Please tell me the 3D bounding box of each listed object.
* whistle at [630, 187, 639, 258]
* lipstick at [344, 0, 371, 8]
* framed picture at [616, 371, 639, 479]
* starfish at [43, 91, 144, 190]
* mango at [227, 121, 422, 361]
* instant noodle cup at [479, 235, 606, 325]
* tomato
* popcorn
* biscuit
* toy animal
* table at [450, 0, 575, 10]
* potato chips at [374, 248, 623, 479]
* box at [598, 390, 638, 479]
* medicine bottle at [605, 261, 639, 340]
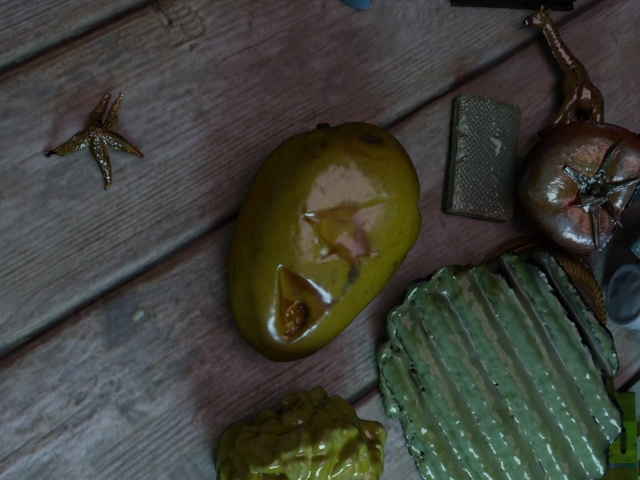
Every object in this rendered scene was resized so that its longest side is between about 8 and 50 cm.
[{"bbox_3d":[0.561,-0.015,1.360,0.274,0.093,0.186,-22,70,-50],"label":"whistle"},{"bbox_3d":[0.078,-0.449,1.353,0.048,0.048,0.158,21,77,-17],"label":"lipstick"},{"bbox_3d":[0.589,0.348,1.474,0.323,0.013,0.244,-33,95,-22],"label":"framed picture"},{"bbox_3d":[-0.314,-0.134,1.171,0.130,0.041,0.133,-18,90,-20],"label":"starfish"},{"bbox_3d":[0.000,0.000,1.213,0.252,0.182,0.365,28,86,-19],"label":"mango"},{"bbox_3d":[0.375,0.122,1.378,0.273,0.090,0.274,2,84,-21],"label":"instant noodle cup"},{"bbox_3d":[0.396,-0.096,1.355,0.155,0.181,0.214,20,101,-7],"label":"tomato"},{"bbox_3d":[-0.028,0.299,1.156,0.235,0.216,0.181,-29,107,-31],"label":"popcorn"},{"bbox_3d":[0.267,-0.134,1.393,0.121,0.040,0.200,10,80,-21],"label":"biscuit"},{"bbox_3d":[0.421,-0.267,1.460,0.149,0.054,0.276,-3,88,-18],"label":"toy animal"},{"bbox_3d":[0.369,-0.509,1.345,0.250,0.282,0.196,-3,84,-22],"label":"table"},{"bbox_3d":[0.280,0.226,1.287,0.358,0.070,0.429,-28,92,3],"label":"potato chips"},{"bbox_3d":[0.466,0.347,1.406,0.121,0.030,0.193,4,81,-20],"label":"box"},{"bbox_3d":[0.650,0.119,1.451,0.324,0.124,0.179,13,100,-17],"label":"medicine bottle"}]
